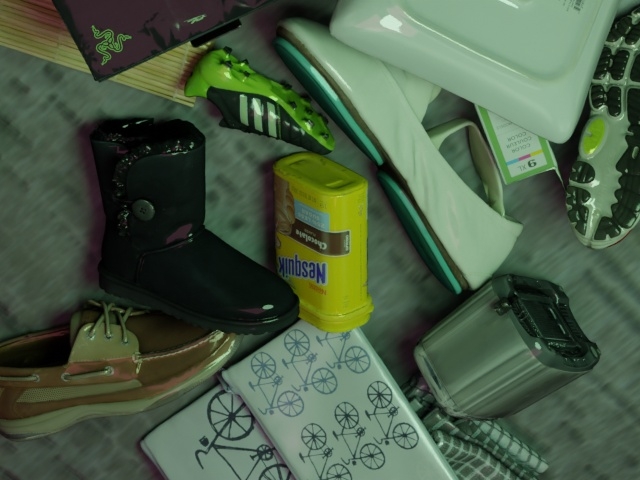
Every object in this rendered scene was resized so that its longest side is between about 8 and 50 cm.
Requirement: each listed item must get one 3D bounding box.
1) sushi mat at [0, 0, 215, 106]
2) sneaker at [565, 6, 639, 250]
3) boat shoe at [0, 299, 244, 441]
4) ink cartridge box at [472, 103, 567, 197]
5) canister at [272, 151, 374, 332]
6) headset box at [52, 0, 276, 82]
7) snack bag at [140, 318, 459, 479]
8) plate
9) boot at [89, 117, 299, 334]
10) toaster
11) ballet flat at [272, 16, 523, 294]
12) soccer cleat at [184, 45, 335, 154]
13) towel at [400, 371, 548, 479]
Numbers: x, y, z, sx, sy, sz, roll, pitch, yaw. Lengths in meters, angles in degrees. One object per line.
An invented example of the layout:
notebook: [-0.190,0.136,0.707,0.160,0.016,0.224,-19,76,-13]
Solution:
sushi mat: [-0.257,-0.253,1.491,0.317,0.019,0.151,17,117,-14]
sneaker: [0.330,-0.123,1.543,0.107,0.118,0.279,22,87,17]
boat shoe: [-0.246,0.131,1.659,0.324,0.123,0.116,-20,117,6]
ink cartridge box: [0.201,-0.133,1.539,0.062,0.109,0.209,-21,120,9]
canister: [0.000,0.000,1.598,0.073,0.126,0.170,-22,124,-34]
headset box: [-0.161,-0.321,1.381,0.246,0.131,0.283,-23,116,7]
snack bag: [-0.024,0.282,1.715,0.342,0.037,0.323,-34,86,21]
plate: [0.181,-0.272,1.414,0.278,0.045,0.277,24,82,-16]
boot: [-0.137,-0.019,1.562,0.246,0.094,0.207,15,123,17]
toaster: [0.208,0.126,1.642,0.146,0.129,0.227,-38,158,22]
ballet flat: [0.096,-0.113,1.549,0.139,0.139,0.400,-29,122,13]
soccer cleat: [-0.064,-0.139,1.548,0.179,0.060,0.072,33,123,-24]
towel: [0.123,0.334,1.798,0.235,0.121,0.284,38,111,-23]
